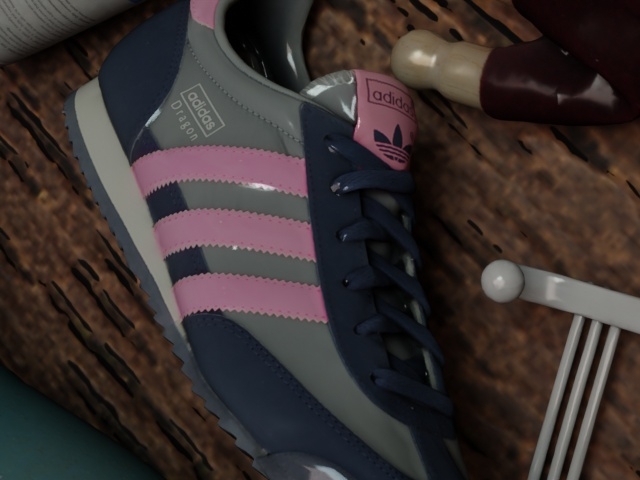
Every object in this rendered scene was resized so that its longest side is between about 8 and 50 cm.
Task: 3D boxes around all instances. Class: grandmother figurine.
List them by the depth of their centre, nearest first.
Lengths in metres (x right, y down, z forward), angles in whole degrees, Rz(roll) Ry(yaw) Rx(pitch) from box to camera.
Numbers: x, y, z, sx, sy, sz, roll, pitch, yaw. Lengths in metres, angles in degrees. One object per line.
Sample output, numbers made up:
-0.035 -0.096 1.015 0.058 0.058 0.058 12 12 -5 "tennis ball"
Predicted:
0.110 -0.134 0.734 0.342 0.104 0.208 45 133 16 "grandmother figurine"

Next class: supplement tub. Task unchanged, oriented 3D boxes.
-0.130 -0.133 0.851 0.107 0.071 0.071 -21 80 21 "supplement tub"

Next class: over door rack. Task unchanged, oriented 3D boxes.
0.183 0.157 0.681 0.324 0.108 0.239 17 96 24 "over door rack"

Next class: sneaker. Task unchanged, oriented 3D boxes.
0.000 0.000 0.731 0.131 0.112 0.319 -43 55 14 "sneaker"

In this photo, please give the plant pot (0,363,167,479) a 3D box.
-0.127 0.208 0.748 0.255 0.271 0.271 27 100 8 "plant pot"
